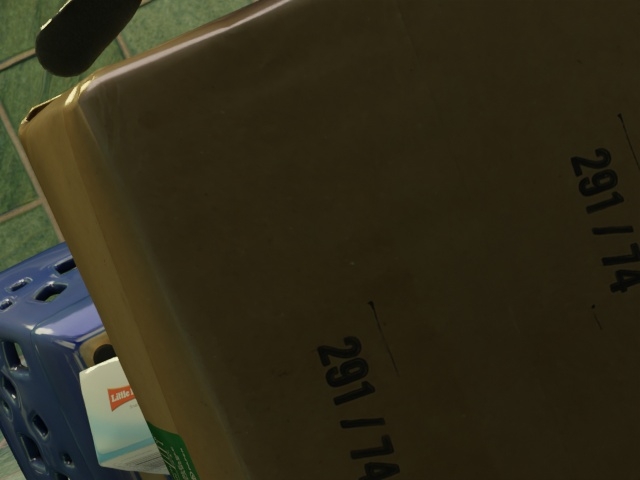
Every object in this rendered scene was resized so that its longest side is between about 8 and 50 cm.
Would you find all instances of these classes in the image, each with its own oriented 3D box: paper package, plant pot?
[{"bbox_3d":[0.069,0.024,0.788,0.309,0.324,0.168,-25,6,-12],"label":"paper package"},{"bbox_3d":[-0.110,0.105,1.338,0.236,0.236,0.212,-28,13,-22],"label":"plant pot"}]

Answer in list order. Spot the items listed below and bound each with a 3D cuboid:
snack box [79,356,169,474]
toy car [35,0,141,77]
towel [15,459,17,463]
[{"bbox_3d":[0.028,0.092,1.047,0.187,0.060,0.322,-22,-20,22],"label":"snack box"},{"bbox_3d":[-0.069,-0.159,0.762,0.188,0.155,0.149,-40,11,-17],"label":"toy car"},{"bbox_3d":[-0.159,0.162,1.940,0.336,0.040,0.243,-27,6,-25],"label":"towel"}]
